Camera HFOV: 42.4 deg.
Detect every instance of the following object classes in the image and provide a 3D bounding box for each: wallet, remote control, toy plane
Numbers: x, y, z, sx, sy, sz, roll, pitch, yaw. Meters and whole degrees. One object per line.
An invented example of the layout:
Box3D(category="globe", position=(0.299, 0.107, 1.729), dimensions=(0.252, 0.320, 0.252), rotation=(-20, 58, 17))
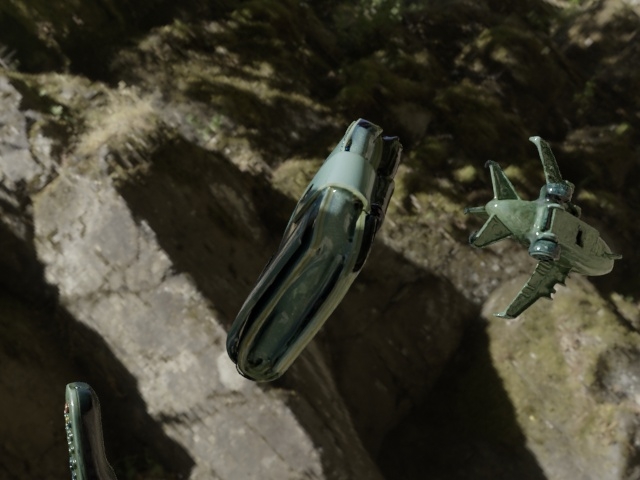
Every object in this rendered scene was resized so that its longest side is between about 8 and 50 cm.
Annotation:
Box3D(category="wallet", position=(0.000, 0.000, 0.797), dimensions=(0.176, 0.075, 0.250), rotation=(-55, 7, 35))
Box3D(category="remote control", position=(-0.220, 0.249, 0.816), dimensions=(0.042, 0.222, 0.072), rotation=(-13, 9, -21))
Box3D(category="toy plane", position=(0.098, -0.002, 0.348), dimensions=(0.033, 0.083, 0.080), rotation=(-12, 60, 59))
